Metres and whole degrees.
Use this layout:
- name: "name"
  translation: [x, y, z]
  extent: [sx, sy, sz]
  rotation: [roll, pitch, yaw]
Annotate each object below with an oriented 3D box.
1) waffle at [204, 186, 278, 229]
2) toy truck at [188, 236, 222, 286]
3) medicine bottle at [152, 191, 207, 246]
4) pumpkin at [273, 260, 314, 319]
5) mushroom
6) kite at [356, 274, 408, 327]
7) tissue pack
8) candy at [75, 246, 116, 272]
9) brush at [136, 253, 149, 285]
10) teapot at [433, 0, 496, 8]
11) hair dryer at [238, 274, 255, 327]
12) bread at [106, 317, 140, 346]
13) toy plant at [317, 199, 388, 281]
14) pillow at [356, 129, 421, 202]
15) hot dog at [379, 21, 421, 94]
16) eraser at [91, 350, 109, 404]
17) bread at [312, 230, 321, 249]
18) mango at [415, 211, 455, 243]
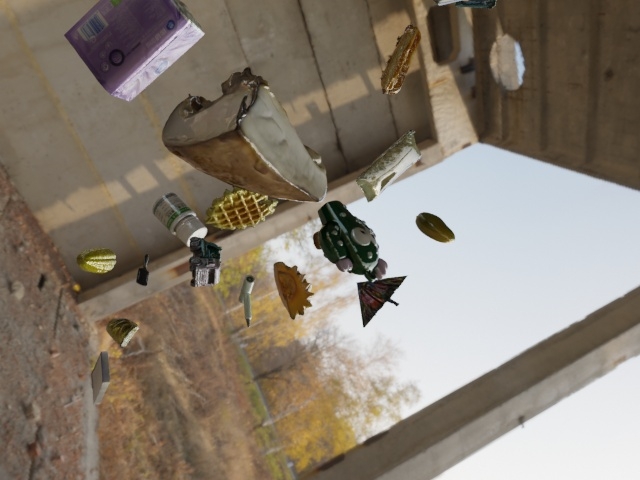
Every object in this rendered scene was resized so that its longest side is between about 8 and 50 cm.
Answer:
- name: "waffle"
  translation: [-0.284, -0.113, 1.881]
  extent: [0.250, 0.261, 0.056]
  rotation: [-45, -122, 34]
- name: "toy truck"
  translation: [-0.403, 0.072, 1.819]
  extent: [0.216, 0.116, 0.110]
  rotation: [-118, -148, -57]
- name: "medicine bottle"
  translation: [-0.621, -0.091, 2.278]
  extent: [0.237, 0.139, 0.139]
  rotation: [44, -17, 16]
- name: "pumpkin"
  translation: [-0.111, 0.210, 2.216]
  extent: [0.149, 0.130, 0.254]
  rotation: [122, -50, -71]
- name: "mushroom"
  translation: [-0.173, -0.206, 1.335]
  extent: [0.397, 0.313, 0.225]
  rotation: [42, 46, -43]
- name: "kite"
  translation: [0.240, 0.236, 2.250]
  extent: [0.233, 0.321, 0.016]
  rotation: [29, -27, 34]
- name: "tissue pack"
  translation: [-0.553, -0.624, 1.558]
  extent: [0.242, 0.338, 0.160]
  rotation: [53, 8, 2]
- name: "candy"
  translation: [-0.822, 0.072, 1.865]
  extent: [0.199, 0.106, 0.094]
  rotation: [54, 47, -89]
- name: "brush"
  translation: [-0.913, 0.149, 2.671]
  extent: [0.062, 0.016, 0.194]
  rotation: [33, 38, -39]
- name: "teapot"
  translation: [0.426, -0.739, 1.451]
  extent: [0.203, 0.224, 0.171]
  rotation: [64, 36, -68]
- name: "hair dryer"
  translation: [-0.285, 0.253, 2.042]
  extent: [0.155, 0.044, 0.183]
  rotation: [112, -28, -47]
- name: "bread"
  translation: [-0.644, 0.290, 1.664]
  extent: [0.094, 0.083, 0.157]
  rotation: [29, -16, 2]
- name: "toy plant"
  translation: [0.083, 0.007, 1.364]
  extent: [0.232, 0.112, 0.244]
  rotation: [23, 37, -34]
- name: "pillow"
  translation: [0.276, -0.290, 2.038]
  extent: [0.075, 0.302, 0.185]
  rotation: [48, 0, 34]
- name: "hot dog"
  translation: [0.283, -0.642, 1.831]
  extent: [0.072, 0.270, 0.109]
  rotation: [25, 4, 23]
- name: "eraser"
  translation: [-0.670, 0.420, 1.568]
  extent: [0.150, 0.023, 0.104]
  rotation: [-54, -135, 38]
- name: "bread"
  translation: [0.000, 0.000, 2.184]
  extent: [0.053, 0.085, 0.085]
  rotation: [-15, -78, 38]
- name: "mango"
  translation: [0.474, -0.055, 2.154]
  extent: [0.191, 0.122, 0.086]
  rotation: [45, -63, 46]
